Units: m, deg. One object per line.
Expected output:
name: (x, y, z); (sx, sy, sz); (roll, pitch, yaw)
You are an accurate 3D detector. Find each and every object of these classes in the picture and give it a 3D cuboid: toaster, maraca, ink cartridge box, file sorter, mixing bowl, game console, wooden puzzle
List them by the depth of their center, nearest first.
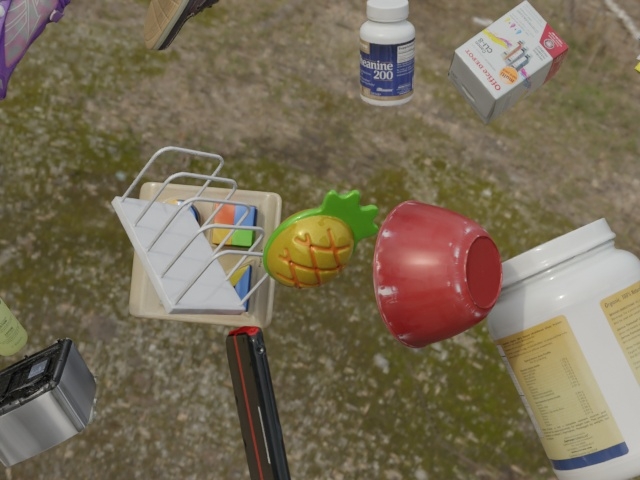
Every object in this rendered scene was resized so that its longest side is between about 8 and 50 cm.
mixing bowl: (0.155, 0.039, 1.128); (0.098, 0.182, 0.181); (-4, 10, 39)
maraca: (0.000, 0.000, 1.351); (0.127, 0.185, 0.099); (36, 22, -37)
toaster: (-0.473, 0.268, 1.559); (0.168, 0.110, 0.186); (-27, 21, 4)
ink cartridge box: (0.349, -0.333, 1.773); (0.128, 0.176, 0.127); (52, -7, 12)
file sorter: (-0.232, -0.018, 1.803); (0.192, 0.173, 0.278); (6, 45, -50)
game console: (-0.108, 0.358, 1.827); (0.060, 0.387, 0.342); (-11, -3, -15)
wooden puzzle: (-0.275, 0.034, 2.198); (0.347, 0.322, 0.080); (5, -2, 6)

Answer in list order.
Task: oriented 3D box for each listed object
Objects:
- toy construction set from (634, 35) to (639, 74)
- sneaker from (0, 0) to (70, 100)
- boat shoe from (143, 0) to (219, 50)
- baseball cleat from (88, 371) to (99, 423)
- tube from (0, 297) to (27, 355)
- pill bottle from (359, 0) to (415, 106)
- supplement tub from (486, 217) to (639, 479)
toy construction set: (0.752, -0.290, 1.826); (0.215, 0.151, 0.328); (34, 26, -32)
sneaker: (-0.359, -0.276, 1.135); (0.104, 0.237, 0.095); (6, 26, -30)
boat shoe: (-0.216, -0.446, 1.646); (0.092, 0.285, 0.103); (14, 31, -39)
baseball cleat: (-0.546, 0.343, 2.082); (0.109, 0.072, 0.206); (2, 12, -16)
tube: (-0.585, 0.108, 1.608); (0.062, 0.240, 0.070); (-17, 44, 5)
pill bottle: (0.080, -0.228, 1.132); (0.067, 0.120, 0.067); (-1, 30, 1)
supplement tub: (0.367, 0.150, 1.286); (0.228, 0.228, 0.316); (-16, 80, -48)
